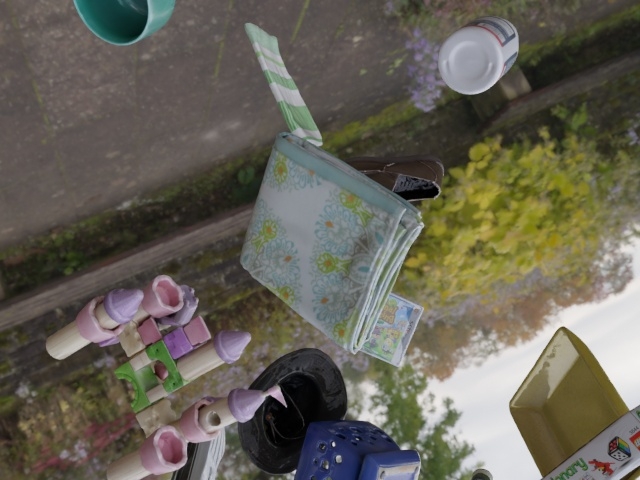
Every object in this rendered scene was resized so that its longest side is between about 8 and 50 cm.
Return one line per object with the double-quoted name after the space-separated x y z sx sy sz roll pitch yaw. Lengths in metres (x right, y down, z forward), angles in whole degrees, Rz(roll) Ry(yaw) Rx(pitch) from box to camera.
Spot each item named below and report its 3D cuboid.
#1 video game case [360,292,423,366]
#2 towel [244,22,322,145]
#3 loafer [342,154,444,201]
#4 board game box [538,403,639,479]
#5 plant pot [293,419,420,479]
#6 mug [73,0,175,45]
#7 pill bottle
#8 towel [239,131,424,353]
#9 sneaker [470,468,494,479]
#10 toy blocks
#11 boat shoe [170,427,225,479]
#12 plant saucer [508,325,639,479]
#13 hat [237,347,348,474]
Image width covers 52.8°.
0.173 0.242 1.892 0.023 0.212 0.193 173 -59 -81 "video game case"
-0.088 -0.391 1.672 0.038 0.324 0.248 -23 -176 13 "towel"
0.167 -0.154 1.771 0.366 0.130 0.134 -11 129 3 "loafer"
0.409 0.274 0.867 0.305 0.053 0.193 0 135 -48 "board game box"
0.092 0.575 1.531 0.212 0.236 0.236 13 177 43 "plant pot"
-0.275 -0.370 0.918 0.129 0.157 0.097 12 -144 17 "mug"
0.277 -0.322 1.096 0.108 0.108 0.180 -32 -173 38 "pill bottle"
0.000 0.000 1.290 0.090 0.374 0.320 -7 126 -50 "towel"
0.343 0.577 1.324 0.064 0.192 0.086 -14 173 19 "sneaker"
-0.213 0.186 1.055 0.260 0.288 0.309 -31 173 21 "toy blocks"
-0.333 0.566 1.702 0.119 0.121 0.335 -8 -154 8 "boat shoe"
0.566 0.408 1.396 0.081 0.333 0.332 -2 135 -17 "plant saucer"
-0.093 0.433 1.693 0.331 0.331 0.134 -21 -166 -31 "hat"
